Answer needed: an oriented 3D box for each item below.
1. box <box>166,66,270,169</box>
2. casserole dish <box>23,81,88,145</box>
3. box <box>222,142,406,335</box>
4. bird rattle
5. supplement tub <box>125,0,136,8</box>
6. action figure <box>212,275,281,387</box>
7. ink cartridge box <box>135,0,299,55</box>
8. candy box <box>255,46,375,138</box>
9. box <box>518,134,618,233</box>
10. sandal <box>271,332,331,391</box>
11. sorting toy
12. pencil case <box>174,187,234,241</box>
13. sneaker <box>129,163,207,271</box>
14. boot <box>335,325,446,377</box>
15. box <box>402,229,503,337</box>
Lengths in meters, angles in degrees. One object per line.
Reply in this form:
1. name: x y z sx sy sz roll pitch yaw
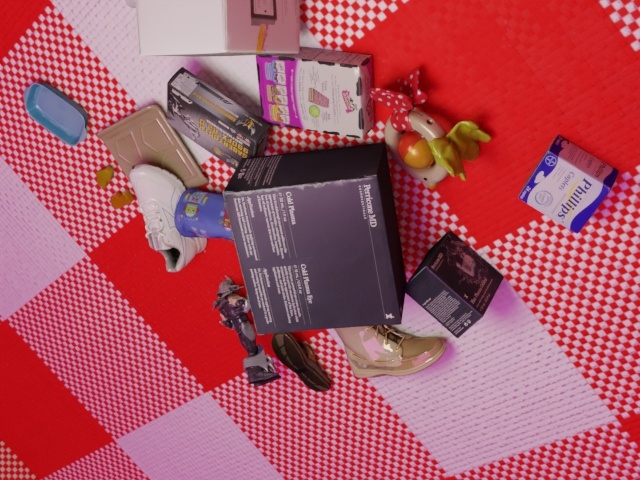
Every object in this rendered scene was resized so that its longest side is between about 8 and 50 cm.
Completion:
1. box: -0.226 -0.252 2.079 0.231 0.056 0.183 35 157 4
2. casserole dish: -0.636 -0.311 2.330 0.188 0.037 0.114 36 131 4
3. box: 0.000 0.000 1.986 0.312 0.179 0.343 -4 117 13
4. bird rattle: 0.190 -0.200 1.889 0.253 0.143 0.207 35 147 8
5. supplement tub: -0.350 -0.520 2.006 0.107 0.071 0.071 8 124 25
6. action figure: -0.186 0.217 2.365 0.185 0.099 0.285 125 124 -68
7. ink cartridge box: -0.189 -0.447 1.800 0.198 0.270 0.197 4 101 28
8. candy box: -0.009 -0.306 1.958 0.233 0.071 0.159 12 126 23
9. box: 0.470 -0.106 1.824 0.137 0.072 0.126 32 131 6
10. sandal: -0.042 0.292 2.394 0.090 0.060 0.219 -18 123 43
11. sorting toy: -0.430 -0.187 2.301 0.307 0.041 0.229 -19 114 37
12. pencil case: -0.180 -0.040 2.204 0.306 0.133 0.119 12 81 22
13. sneaker: -0.366 -0.051 2.264 0.111 0.129 0.297 -5 130 30
14. boot: 0.142 0.208 2.208 0.262 0.095 0.203 -13 112 40
15. box: 0.279 0.090 2.007 0.158 0.156 0.093 41 131 0
